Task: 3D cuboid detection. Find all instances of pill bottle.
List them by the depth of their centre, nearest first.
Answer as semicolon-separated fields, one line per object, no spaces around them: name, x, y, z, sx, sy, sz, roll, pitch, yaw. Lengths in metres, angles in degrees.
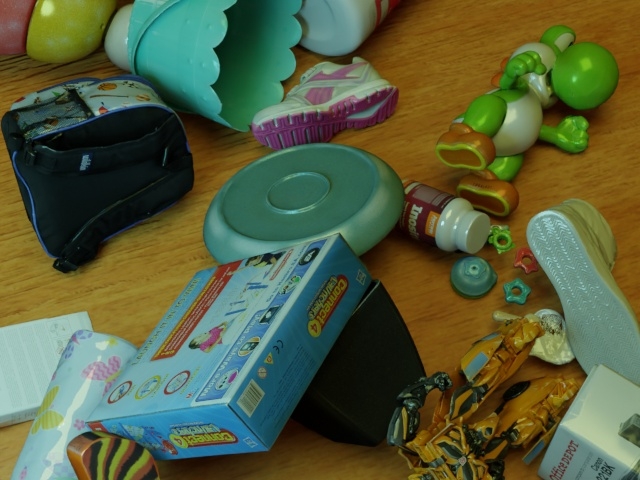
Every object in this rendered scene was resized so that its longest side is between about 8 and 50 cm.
pill bottle;0.179;-0.034;1.740;0.152;0.086;0.086;23;60;36
pill bottle;0.089;-0.529;1.975;0.229;0.229;0.407;32;64;18

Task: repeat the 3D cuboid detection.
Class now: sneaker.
sneaker;0.417;0.073;1.683;0.108;0.169;0.292;-23;92;31
sneaker;0.242;-0.025;1.785;0.098;0.038;0.069;-15;61;-9
sneaker;-0.003;-0.228;1.881;0.252;0.103;0.111;-19;57;-18

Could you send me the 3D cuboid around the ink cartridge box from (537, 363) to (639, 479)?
ink cartridge box;0.438;0.308;1.493;0.273;0.197;0.114;33;65;19

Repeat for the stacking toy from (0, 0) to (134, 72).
stacking toy;-0.466;-0.415;1.925;0.480;0.350;0.350;24;61;-7

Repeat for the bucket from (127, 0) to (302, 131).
bucket;-0.171;-0.327;1.839;0.183;0.281;0.281;18;61;22

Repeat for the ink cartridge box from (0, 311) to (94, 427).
ink cartridge box;-0.415;0.188;1.679;0.179;0.045;0.145;-10;58;-27

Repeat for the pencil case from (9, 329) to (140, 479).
pencil case;-0.332;0.261;1.571;0.113;0.124;0.273;-14;51;45

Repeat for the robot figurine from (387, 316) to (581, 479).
robot figurine;0.222;0.244;1.554;0.291;0.085;0.211;-41;101;-30

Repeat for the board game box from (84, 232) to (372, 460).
board game box;-0.122;0.146;1.512;0.302;0.086;0.308;-15;31;44

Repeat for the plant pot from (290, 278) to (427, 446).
plant pot;0.032;0.182;1.572;0.167;0.187;0.188;49;65;-15

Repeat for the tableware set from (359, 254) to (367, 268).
tableware set;0.000;0.000;1.724;0.128;0.039;0.194;-4;30;-2

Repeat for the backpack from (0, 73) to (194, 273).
backpack;-0.337;-0.127;1.744;0.263;0.276;0.213;-18;48;-13

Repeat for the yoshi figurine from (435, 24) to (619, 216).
yoshi figurine;0.354;-0.214;1.821;0.203;0.203;0.362;37;63;3

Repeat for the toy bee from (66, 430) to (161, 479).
toy bee;-0.223;0.371;1.475;0.162;0.298;0.195;-18;33;-33

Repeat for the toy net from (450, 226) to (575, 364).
toy net;0.305;0.092;1.711;0.122;0.045;0.232;-36;68;-14

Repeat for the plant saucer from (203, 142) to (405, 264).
plant saucer;-0.031;-0.061;1.736;0.318;0.043;0.317;-10;37;8
